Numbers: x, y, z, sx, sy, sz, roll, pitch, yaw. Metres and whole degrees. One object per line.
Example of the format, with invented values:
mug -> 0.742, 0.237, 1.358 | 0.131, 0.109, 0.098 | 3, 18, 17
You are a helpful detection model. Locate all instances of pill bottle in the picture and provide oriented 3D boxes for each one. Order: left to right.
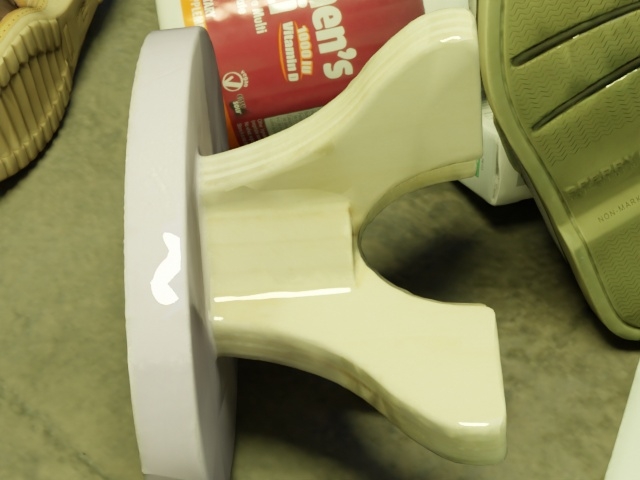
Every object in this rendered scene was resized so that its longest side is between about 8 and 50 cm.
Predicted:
pill bottle -> 0.023, -0.130, 0.910 | 0.221, 0.121, 0.121 | -12, 46, 3

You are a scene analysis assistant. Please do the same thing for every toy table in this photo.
toy table -> 0.000, 0.000, 0.747 | 0.160, 0.252, 0.274 | -4, 55, 3

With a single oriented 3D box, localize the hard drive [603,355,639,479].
hard drive -> 0.231, 0.128, 0.709 | 0.203, 0.040, 0.307 | 8, 28, 16

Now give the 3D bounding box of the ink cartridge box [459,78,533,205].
ink cartridge box -> 0.126, -0.105, 1.025 | 0.181, 0.056, 0.224 | -13, 31, -26

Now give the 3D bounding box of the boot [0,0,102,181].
boot -> -0.250, -0.127, 0.932 | 0.206, 0.090, 0.248 | 7, 44, 10

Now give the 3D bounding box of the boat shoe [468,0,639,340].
boat shoe -> 0.134, -0.083, 0.827 | 0.113, 0.302, 0.103 | -22, 37, -3
